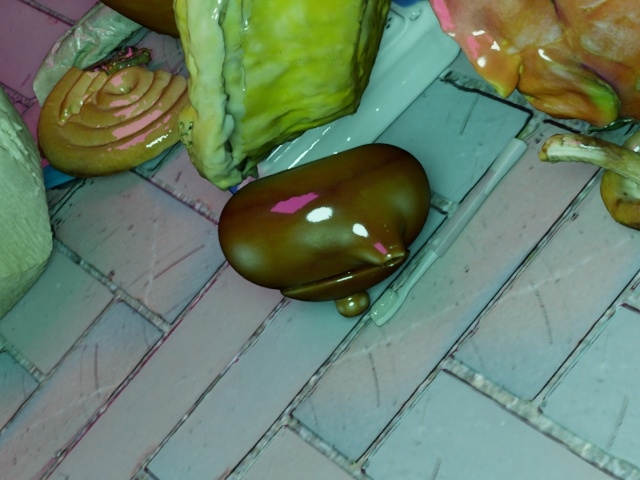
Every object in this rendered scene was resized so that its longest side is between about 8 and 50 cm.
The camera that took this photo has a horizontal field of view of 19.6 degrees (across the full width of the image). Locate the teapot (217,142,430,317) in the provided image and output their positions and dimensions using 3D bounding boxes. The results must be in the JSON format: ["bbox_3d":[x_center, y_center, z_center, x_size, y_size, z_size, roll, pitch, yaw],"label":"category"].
[{"bbox_3d":[0.000,0.000,1.536,0.178,0.135,0.252,-15,1,-24],"label":"teapot"}]

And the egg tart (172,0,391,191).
[{"bbox_3d":[-0.023,-0.226,1.523,0.169,0.388,0.388,9,52,6],"label":"egg tart"}]

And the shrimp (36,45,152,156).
[{"bbox_3d":[-0.257,-0.149,2.043,0.178,0.034,0.124,-20,44,35],"label":"shrimp"}]

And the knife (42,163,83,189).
[{"bbox_3d":[-0.313,-0.061,2.016,0.296,0.026,0.044,-19,39,34],"label":"knife"}]

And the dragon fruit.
[{"bbox_3d":[0.189,-0.209,1.426,0.189,0.290,0.290,-32,35,26],"label":"dragon fruit"}]

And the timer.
[{"bbox_3d":[-0.003,-0.142,1.722,0.253,0.078,0.178,-46,34,-2],"label":"timer"}]

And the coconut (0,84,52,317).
[{"bbox_3d":[-0.441,-0.036,1.867,0.346,0.360,0.346,-6,59,11],"label":"coconut"}]

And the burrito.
[{"bbox_3d":[-0.246,-0.239,2.112,0.229,0.063,0.058,-40,73,21],"label":"burrito"}]

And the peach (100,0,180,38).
[{"bbox_3d":[-0.147,-0.404,1.920,0.335,0.310,0.406,-37,42,-2],"label":"peach"}]

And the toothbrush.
[{"bbox_3d":[0.104,-0.007,1.518,0.194,0.017,0.014,-49,38,-9],"label":"toothbrush"}]

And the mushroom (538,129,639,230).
[{"bbox_3d":[0.228,-0.052,1.374,0.129,0.073,0.088,15,78,16],"label":"mushroom"}]

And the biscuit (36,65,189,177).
[{"bbox_3d":[-0.225,-0.127,1.943,0.224,0.033,0.144,12,57,42],"label":"biscuit"}]
